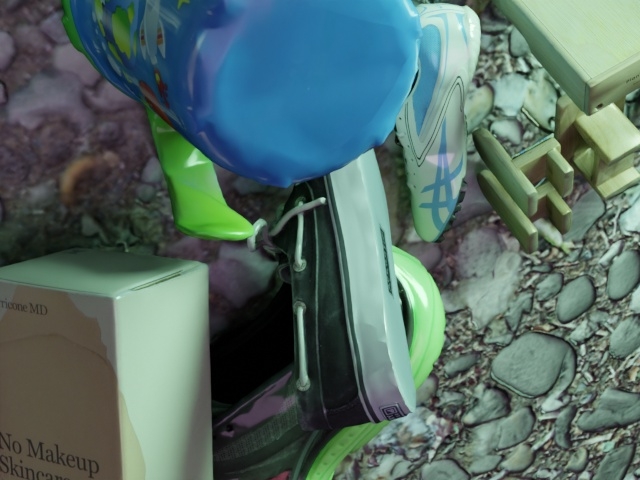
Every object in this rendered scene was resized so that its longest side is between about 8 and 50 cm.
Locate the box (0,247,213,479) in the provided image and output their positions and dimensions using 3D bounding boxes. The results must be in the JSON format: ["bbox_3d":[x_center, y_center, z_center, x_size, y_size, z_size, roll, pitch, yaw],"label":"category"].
[{"bbox_3d":[-0.175,0.171,0.886,0.121,0.147,0.311,-21,113,-59],"label":"box"}]

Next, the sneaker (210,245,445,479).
[{"bbox_3d":[-0.084,0.192,1.028,0.202,0.185,0.483,28,98,-26],"label":"sneaker"}]

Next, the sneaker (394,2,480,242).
[{"bbox_3d":[0.093,-0.101,0.972,0.086,0.085,0.237,1,128,4],"label":"sneaker"}]

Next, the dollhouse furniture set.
[{"bbox_3d":[0.233,-0.146,0.996,0.212,0.161,0.242,-30,151,-6],"label":"dollhouse furniture set"}]

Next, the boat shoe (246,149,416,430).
[{"bbox_3d":[0.001,0.002,0.878,0.104,0.307,0.113,-13,160,12],"label":"boat shoe"}]

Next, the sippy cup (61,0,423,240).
[{"bbox_3d":[-0.048,-0.158,0.763,0.240,0.224,0.306,-30,128,-6],"label":"sippy cup"}]
